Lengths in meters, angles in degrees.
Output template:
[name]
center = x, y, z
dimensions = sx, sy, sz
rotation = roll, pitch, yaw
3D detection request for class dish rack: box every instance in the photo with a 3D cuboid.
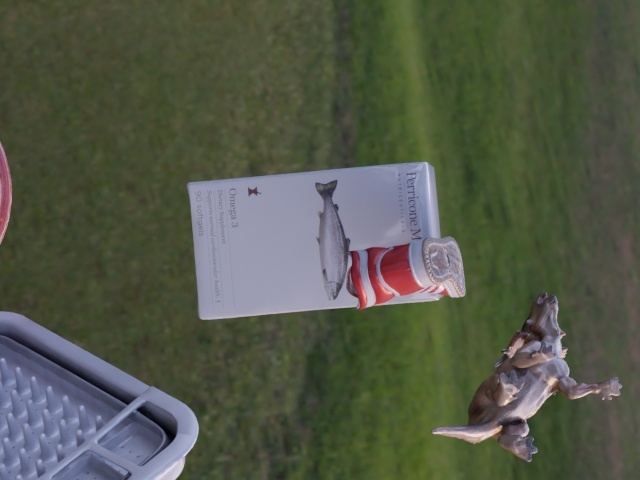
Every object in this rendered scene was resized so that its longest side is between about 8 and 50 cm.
[dish rack]
center = -0.305, 0.207, 1.287
dimensions = 0.285, 0.333, 0.072
rotation = -37, 136, -35

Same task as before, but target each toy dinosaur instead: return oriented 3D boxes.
[toy dinosaur]
center = 0.263, 0.204, 1.879
dimensions = 0.127, 0.295, 0.200
rotation = 56, -19, -9

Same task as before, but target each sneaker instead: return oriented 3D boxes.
[sneaker]
center = 0.057, 0.023, 0.939
dimensions = 0.118, 0.067, 0.042
rotation = 19, 59, -69

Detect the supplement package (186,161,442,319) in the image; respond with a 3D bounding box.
[supplement package]
center = 0.000, 0.000, 1.047
dimensions = 0.105, 0.179, 0.105
rotation = 2, 82, -82

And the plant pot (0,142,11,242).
[plant pot]
center = -0.476, -0.062, 1.399
dimensions = 0.265, 0.272, 0.272
rotation = 101, -22, -85
